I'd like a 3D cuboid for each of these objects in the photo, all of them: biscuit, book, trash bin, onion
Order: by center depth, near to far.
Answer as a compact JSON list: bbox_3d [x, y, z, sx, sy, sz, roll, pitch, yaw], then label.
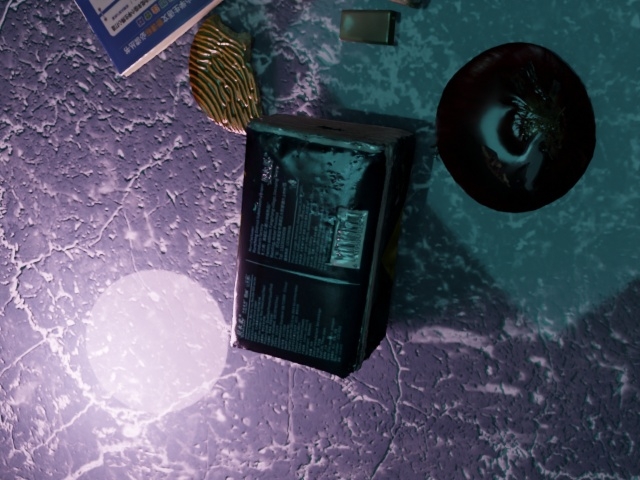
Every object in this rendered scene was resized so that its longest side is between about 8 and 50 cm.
[{"bbox_3d":[0.308,-0.182,1.313,0.273,0.285,0.272,0,90,-18],"label":"onion"},{"bbox_3d":[0.084,-0.382,1.411,0.092,0.043,0.060,10,105,20],"label":"trash bin"},{"bbox_3d":[-0.169,-0.306,1.517,0.228,0.031,0.176,44,113,5],"label":"biscuit"},{"bbox_3d":[-0.387,-0.578,1.523,0.300,0.039,0.427,-30,91,22],"label":"book"}]

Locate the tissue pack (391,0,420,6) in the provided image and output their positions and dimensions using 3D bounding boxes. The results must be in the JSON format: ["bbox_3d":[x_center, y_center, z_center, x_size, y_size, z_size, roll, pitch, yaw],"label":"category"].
[{"bbox_3d":[0.092,-0.516,1.351,0.222,0.090,0.186,19,105,12],"label":"tissue pack"}]

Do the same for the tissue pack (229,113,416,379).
[{"bbox_3d":[0.000,0.000,1.409,0.264,0.253,0.416,10,105,15],"label":"tissue pack"}]
